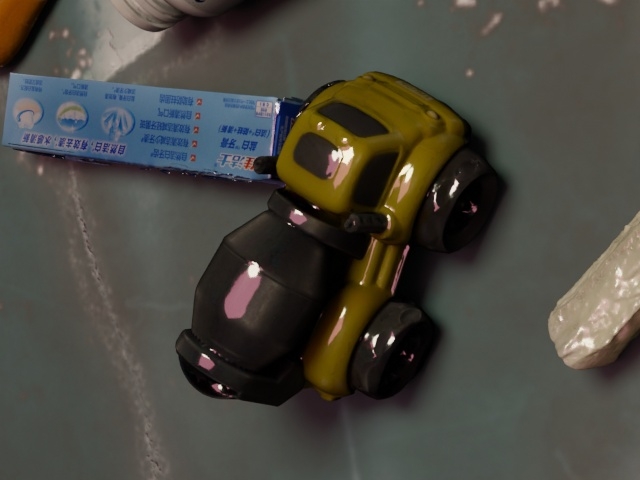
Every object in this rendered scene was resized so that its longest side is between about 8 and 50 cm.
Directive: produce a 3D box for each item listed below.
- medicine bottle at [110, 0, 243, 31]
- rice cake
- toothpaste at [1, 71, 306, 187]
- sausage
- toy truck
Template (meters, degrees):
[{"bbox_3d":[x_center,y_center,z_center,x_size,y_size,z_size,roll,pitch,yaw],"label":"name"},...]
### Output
[{"bbox_3d":[-0.066,-0.226,0.974,0.191,0.107,0.107,-27,77,31],"label":"medicine bottle"},{"bbox_3d":[0.230,-0.023,0.816,0.256,0.057,0.052,-52,48,23],"label":"rice cake"},{"bbox_3d":[-0.130,-0.086,1.056,0.272,0.053,0.066,9,92,34],"label":"toothpaste"},{"bbox_3d":[-0.250,-0.211,1.130,0.062,0.054,0.183,37,110,-3],"label":"sausage"},{"bbox_3d":[0.000,0.000,0.902,0.147,0.165,0.224,35,109,29],"label":"toy truck"}]
